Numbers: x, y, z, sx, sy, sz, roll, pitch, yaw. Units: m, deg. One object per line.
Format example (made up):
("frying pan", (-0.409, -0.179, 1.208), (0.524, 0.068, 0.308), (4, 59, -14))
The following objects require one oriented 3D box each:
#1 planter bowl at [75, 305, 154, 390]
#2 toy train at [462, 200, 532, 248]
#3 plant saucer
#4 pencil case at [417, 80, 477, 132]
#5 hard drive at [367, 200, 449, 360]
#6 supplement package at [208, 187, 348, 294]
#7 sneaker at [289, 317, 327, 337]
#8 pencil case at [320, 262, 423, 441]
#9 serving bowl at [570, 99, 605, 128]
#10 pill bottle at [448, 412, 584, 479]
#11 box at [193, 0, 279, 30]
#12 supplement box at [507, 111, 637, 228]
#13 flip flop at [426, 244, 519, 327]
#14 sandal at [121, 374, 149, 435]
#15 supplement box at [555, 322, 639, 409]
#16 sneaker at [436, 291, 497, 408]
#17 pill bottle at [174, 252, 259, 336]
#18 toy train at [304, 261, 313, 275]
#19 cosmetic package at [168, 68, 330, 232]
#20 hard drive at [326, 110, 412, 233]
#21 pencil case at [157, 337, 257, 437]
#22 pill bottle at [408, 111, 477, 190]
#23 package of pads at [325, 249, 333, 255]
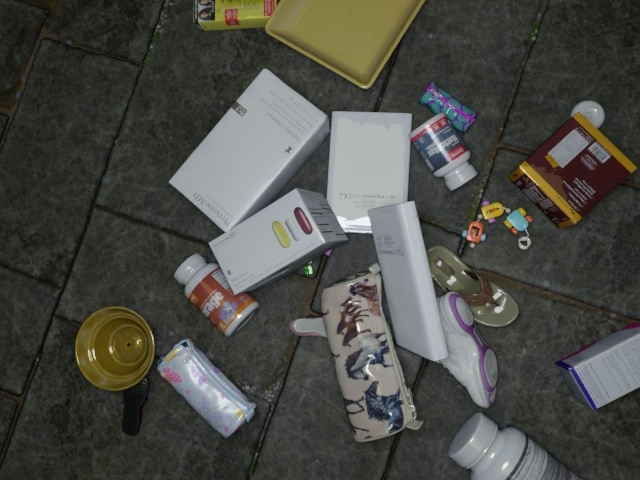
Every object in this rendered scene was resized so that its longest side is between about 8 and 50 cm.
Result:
("planter bowl", (-0.528, 0.282, 1.494), (0.217, 0.090, 0.217), (0, 86, 7))
("toy train", (0.450, -0.033, 1.428), (0.166, 0.046, 0.125), (9, 88, 10))
("plant saucer", (0.076, -0.606, 1.496), (0.333, 0.081, 0.332), (32, 90, 9))
("pencil case", (0.330, -0.344, 1.451), (0.152, 0.070, 0.064), (37, 90, 7))
("hard drive", (0.201, 0.089, 1.329), (0.047, 0.233, 0.353), (-13, 93, -13))
("supplement package", (-0.099, 0.002, 1.384), (0.262, 0.204, 0.145), (-31, 82, 16))
("sneaker", (-0.018, 0.226, 1.465), (0.134, 0.070, 0.051), (9, 77, -22))
("pencil case", (0.119, 0.272, 1.382), (0.184, 0.160, 0.410), (-16, 84, 21))
("serving bowl", (0.684, -0.319, 1.429), (0.083, 0.027, 0.083), (0, 87, 7))
("pill bottle", (0.467, 0.555, 1.313), (0.318, 0.176, 0.176), (38, 91, 8))
("box", (-0.229, -0.633, 1.544), (0.232, 0.058, 0.087), (0, 85, 6))
("supplement box", (0.608, -0.166, 1.375), (0.194, 0.129, 0.191), (-43, 83, 2))
("flip flop", (0.372, 0.115, 1.406), (0.277, 0.080, 0.112), (43, 91, 8))
("sandal", (-0.496, 0.437, 1.510), (0.067, 0.040, 0.179), (17, 102, 13))
("supplement box", (0.701, 0.295, 1.338), (0.220, 0.111, 0.114), (-30, 83, 4))
("sneaker", (0.339, 0.275, 1.400), (0.152, 0.114, 0.305), (-22, 94, 38))
("pill bottle", (-0.273, 0.138, 1.460), (0.216, 0.121, 0.121), (42, 91, 8))
("toy train", (-0.034, 0.051, 1.491), (0.024, 0.017, 0.083), (-7, 85, -4))
("cosmetic package", (-0.177, -0.218, 1.458), (0.217, 0.156, 0.385), (39, 90, 6))
("hard drive", (0.126, -0.176, 1.477), (0.210, 0.040, 0.318), (3, 86, 7))
("pencil case", (-0.290, 0.377, 1.447), (0.273, 0.113, 0.124), (44, 114, 7))
("pill bottle", (0.315, -0.222, 1.421), (0.108, 0.108, 0.180), (-34, 91, 3))
("package of pads", (0.000, 0.000, 1.483), (0.083, 0.032, 0.050), (29, 94, 9))
